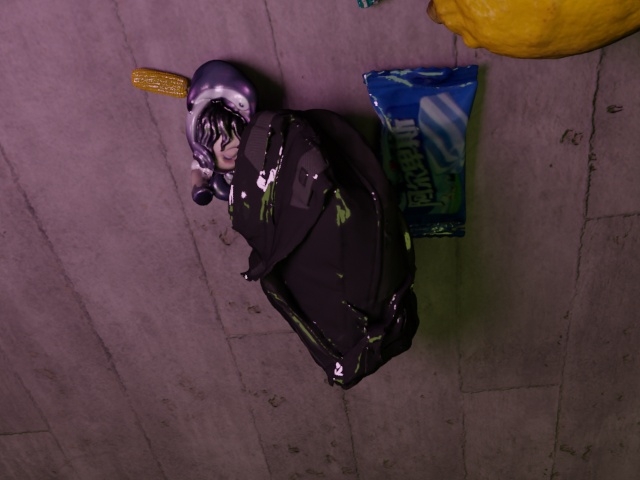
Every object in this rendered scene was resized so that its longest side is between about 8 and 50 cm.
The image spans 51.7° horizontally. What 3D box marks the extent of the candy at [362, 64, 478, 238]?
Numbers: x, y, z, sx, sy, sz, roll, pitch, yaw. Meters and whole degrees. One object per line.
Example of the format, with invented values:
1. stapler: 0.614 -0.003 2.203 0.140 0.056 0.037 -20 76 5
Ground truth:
1. candy: 0.163 -0.132 1.099 0.186 0.077 0.331 -5 129 -2

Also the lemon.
1. lemon: 0.302 -0.363 0.806 0.315 0.285 0.286 17 132 23

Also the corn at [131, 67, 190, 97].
1. corn: -0.252 -0.249 1.044 0.092 0.037 0.037 11 127 -4

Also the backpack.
1. backpack: 0.000 0.000 1.028 0.254 0.363 0.446 -24 133 -21

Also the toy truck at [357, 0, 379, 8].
1. toy truck: 0.064 -0.375 0.938 0.044 0.039 0.083 -4 130 22

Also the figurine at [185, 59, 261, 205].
1. figurine: -0.154 -0.178 1.053 0.145 0.145 0.222 12 131 -8
